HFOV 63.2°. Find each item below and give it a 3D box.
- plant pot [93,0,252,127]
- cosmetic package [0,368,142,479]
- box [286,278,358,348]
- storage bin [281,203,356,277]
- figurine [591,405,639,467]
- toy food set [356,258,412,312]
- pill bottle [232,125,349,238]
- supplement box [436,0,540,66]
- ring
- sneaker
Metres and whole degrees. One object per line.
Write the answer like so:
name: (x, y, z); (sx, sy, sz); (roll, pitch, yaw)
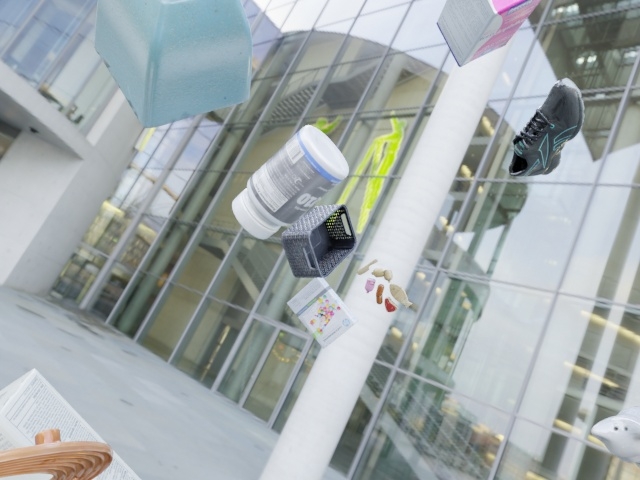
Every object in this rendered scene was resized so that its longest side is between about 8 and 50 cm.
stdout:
plant pot: (-0.278, -0.418, 1.008); (0.247, 0.247, 0.252); (55, -31, 15)
cosmetic package: (-0.404, 0.369, 0.801); (0.310, 0.113, 0.160); (56, -2, -14)
box: (0.005, 0.221, 1.615); (0.186, 0.145, 0.038); (50, 25, 6)
storage bin: (0.000, 0.000, 1.243); (0.084, 0.180, 0.122); (-4, -65, 35)
figurine: (0.484, 0.256, 0.686); (0.214, 0.093, 0.209); (-17, -28, 34)
toy food set: (0.134, 0.102, 1.108); (0.122, 0.078, 0.019); (57, 25, 7)
pill bottle: (-0.039, -0.067, 0.632); (0.078, 0.137, 0.078); (40, 25, -23)
supplement box: (0.308, -0.432, 0.962); (0.114, 0.111, 0.220); (64, -1, 5)
ring: (-0.376, 0.252, 0.495); (0.337, 0.336, 0.032); (62, 5, -66)
sneaker: (0.495, -0.233, 1.153); (0.106, 0.101, 0.267); (-16, -37, -7)
